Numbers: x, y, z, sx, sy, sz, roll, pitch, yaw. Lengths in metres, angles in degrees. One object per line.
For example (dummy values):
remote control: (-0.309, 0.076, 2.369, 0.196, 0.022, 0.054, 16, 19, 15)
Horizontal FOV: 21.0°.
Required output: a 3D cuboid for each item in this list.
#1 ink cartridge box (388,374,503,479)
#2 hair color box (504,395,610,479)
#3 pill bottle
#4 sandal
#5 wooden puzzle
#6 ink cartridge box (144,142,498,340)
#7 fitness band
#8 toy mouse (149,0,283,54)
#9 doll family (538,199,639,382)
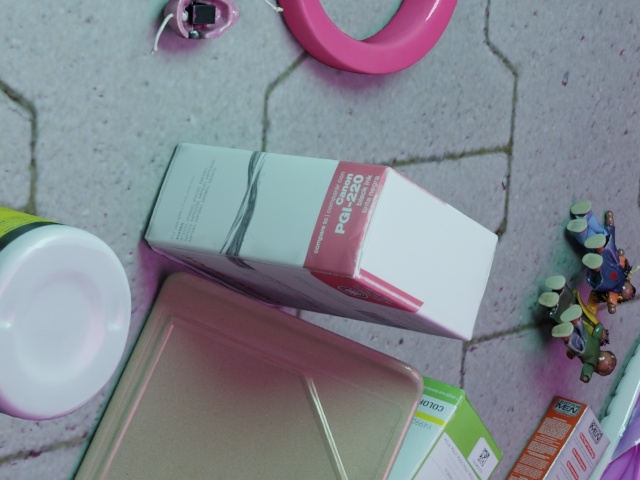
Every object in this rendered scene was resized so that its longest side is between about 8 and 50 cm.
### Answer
ink cartridge box: (-0.001, 0.223, 1.393, 0.255, 0.188, 0.097, -55, 136, -22)
hair color box: (0.237, 0.238, 1.769, 0.141, 0.043, 0.072, -54, 134, -22)
pill bottle: (-0.228, 0.033, 1.081, 0.119, 0.208, 0.119, -15, 111, -45)
sandal: (0.365, 0.244, 1.865, 0.416, 0.102, 0.169, -54, 134, -23)
wooden puzzle: (-0.062, 0.171, 1.323, 0.044, 0.221, 0.239, 69, 43, -80)
ink cartridge box: (0.000, 0.000, 1.315, 0.158, 0.218, 0.092, 29, 73, -47)
fitness band: (0.053, -0.282, 1.427, 0.209, 0.054, 0.291, 9, 94, -51)
toy mouse: (-0.083, -0.205, 1.309, 0.143, 0.031, 0.161, 24, 83, -48)
doll family: (0.278, 0.052, 1.742, 0.111, 0.076, 0.193, 42, 66, -40)
